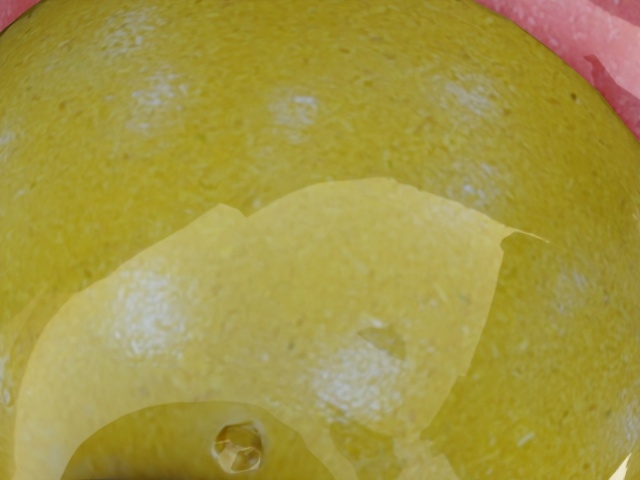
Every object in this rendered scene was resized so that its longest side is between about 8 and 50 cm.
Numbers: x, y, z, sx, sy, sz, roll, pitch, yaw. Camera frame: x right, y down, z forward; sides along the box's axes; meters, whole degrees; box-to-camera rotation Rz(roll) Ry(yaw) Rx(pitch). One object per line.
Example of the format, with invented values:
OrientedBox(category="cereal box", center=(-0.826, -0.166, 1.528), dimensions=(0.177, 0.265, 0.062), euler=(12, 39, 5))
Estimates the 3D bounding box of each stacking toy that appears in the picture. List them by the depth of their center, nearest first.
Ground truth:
OrientedBox(category="stacking toy", center=(0.000, 0.000, 0.438), dimensions=(0.350, 0.480, 0.351), euler=(7, 124, 10))
